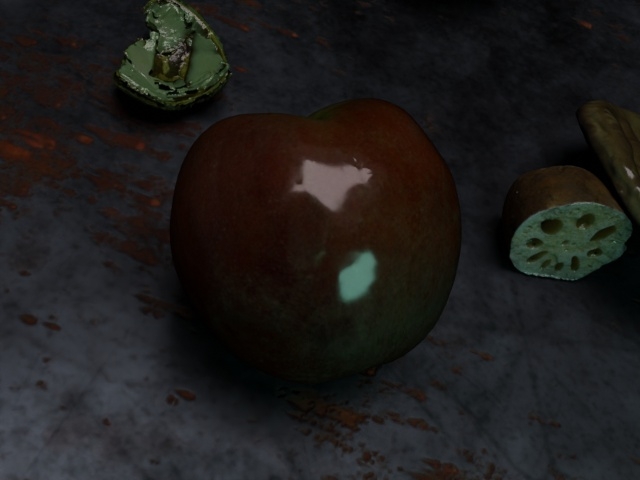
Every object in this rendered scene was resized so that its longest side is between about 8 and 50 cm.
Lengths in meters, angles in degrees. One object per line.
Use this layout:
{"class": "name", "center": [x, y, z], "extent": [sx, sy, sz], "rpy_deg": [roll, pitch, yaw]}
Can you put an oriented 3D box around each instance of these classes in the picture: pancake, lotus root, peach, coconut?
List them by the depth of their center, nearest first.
{"class": "peach", "center": [0.000, 0.000, 0.689], "extent": [0.252, 0.252, 0.252], "rpy_deg": [8, 54, -11]}
{"class": "lotus root", "center": [0.255, -0.023, 0.848], "extent": [0.122, 0.112, 0.081], "rpy_deg": [11, 52, -8]}
{"class": "coconut", "center": [-0.160, -0.191, 0.882], "extent": [0.133, 0.055, 0.158], "rpy_deg": [26, 54, 1]}
{"class": "pancake", "center": [0.395, -0.050, 0.895], "extent": [0.294, 0.049, 0.294], "rpy_deg": [27, 35, -20]}
